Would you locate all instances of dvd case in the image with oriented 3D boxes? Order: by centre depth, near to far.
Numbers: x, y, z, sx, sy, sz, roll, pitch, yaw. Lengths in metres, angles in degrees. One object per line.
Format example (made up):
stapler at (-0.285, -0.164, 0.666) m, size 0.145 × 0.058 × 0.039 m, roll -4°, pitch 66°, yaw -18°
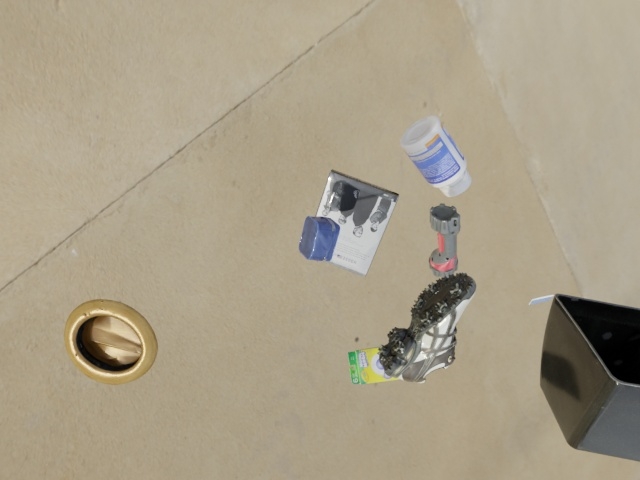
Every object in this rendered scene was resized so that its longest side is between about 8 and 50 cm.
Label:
dvd case at (0.073, -0.039, 1.056) m, size 0.179 × 0.030 × 0.239 m, roll 21°, pitch 116°, yaw 4°

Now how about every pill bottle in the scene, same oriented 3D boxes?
pill bottle at (0.409, -0.281, 1.436) m, size 0.272 × 0.152 × 0.152 m, roll 45°, pitch 72°, yaw -28°

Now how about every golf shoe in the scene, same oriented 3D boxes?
golf shoe at (0.176, 0.136, 0.627) m, size 0.093 × 0.077 × 0.198 m, roll 31°, pitch 111°, yaw -15°

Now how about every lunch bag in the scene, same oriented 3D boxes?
lunch bag at (0.000, 0.000, 0.882) m, size 0.065 × 0.067 × 0.099 m, roll 4°, pitch 113°, yaw -29°

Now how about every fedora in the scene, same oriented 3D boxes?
fedora at (-0.424, 0.201, 0.862) m, size 0.194 × 0.079 × 0.195 m, roll 0°, pitch 100°, yaw 2°

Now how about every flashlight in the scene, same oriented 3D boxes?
flashlight at (0.406, 0.004, 1.381) m, size 0.103 × 0.103 × 0.304 m, roll -18°, pitch 137°, yaw 5°

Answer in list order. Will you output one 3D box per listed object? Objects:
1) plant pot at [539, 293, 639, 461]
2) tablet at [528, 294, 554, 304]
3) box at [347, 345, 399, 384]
plant pot at (0.440, 0.214, 0.613) m, size 0.187 × 0.188 × 0.167 m, roll 10°, pitch 117°, yaw 1°
tablet at (0.580, 0.156, 1.091) m, size 0.083 × 0.054 × 0.006 m, roll 40°, pitch 37°, yaw -63°
box at (0.179, 0.386, 1.290) m, size 0.179 × 0.043 × 0.105 m, roll -8°, pitch 74°, yaw 0°
